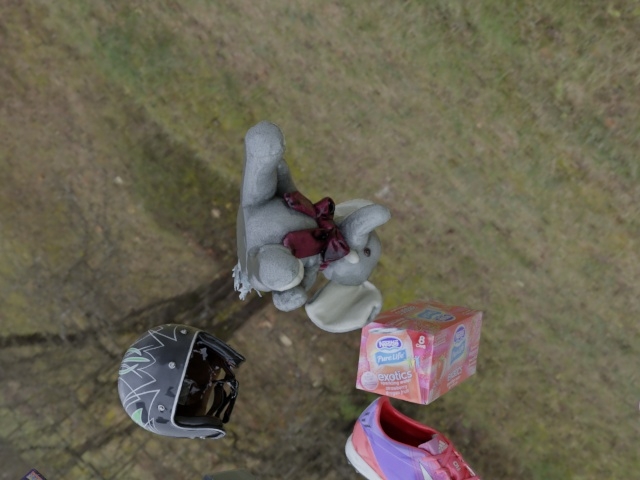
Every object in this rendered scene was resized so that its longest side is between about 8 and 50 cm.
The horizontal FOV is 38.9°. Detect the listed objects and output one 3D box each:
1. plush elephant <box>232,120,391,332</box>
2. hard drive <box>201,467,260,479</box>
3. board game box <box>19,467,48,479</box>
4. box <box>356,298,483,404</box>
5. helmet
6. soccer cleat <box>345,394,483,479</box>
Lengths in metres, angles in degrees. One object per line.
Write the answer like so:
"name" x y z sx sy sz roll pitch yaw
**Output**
"plush elephant" 0.000 0.000 1.479 0.330 0.255 0.271 111 153 -59
"hard drive" -0.128 0.415 1.495 0.094 0.022 0.135 31 -176 23
"board game box" -0.392 0.409 1.202 0.048 0.141 0.170 23 142 37
"box" 0.207 0.216 1.824 0.154 0.300 0.142 10 99 27
"helmet" -0.199 0.192 1.246 0.162 0.169 0.169 28 164 -31
"soccer cleat" 0.185 0.355 1.344 0.318 0.109 0.116 32 121 19
